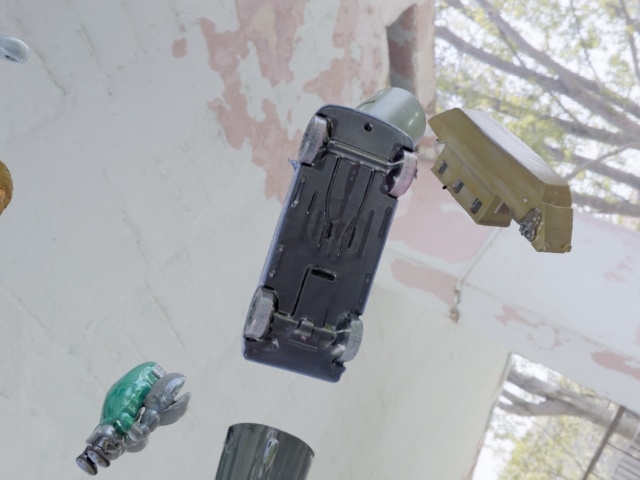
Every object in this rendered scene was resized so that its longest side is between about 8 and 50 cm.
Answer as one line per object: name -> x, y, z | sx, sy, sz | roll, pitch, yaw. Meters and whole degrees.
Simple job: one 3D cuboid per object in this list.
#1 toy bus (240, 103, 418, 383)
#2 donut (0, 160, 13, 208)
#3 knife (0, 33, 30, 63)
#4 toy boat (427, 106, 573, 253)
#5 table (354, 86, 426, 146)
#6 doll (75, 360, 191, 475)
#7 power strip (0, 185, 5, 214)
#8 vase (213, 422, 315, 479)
toy bus -> 0.000, 0.000, 0.354 | 0.076, 0.073, 0.167 | -177, 106, -76
donut -> -0.764, -0.116, 1.160 | 0.178, 0.065, 0.162 | -4, -70, -65
knife -> -0.761, -0.418, 1.183 | 0.080, 0.331, 0.044 | 22, -101, -64
toy boat -> 0.163, -0.057, 0.509 | 0.057, 0.200, 0.077 | 3, -52, -29
table -> 0.087, -0.167, 0.908 | 0.220, 0.126, 0.126 | -47, -33, -48
doll -> -0.383, 0.365, 1.082 | 0.153, 0.195, 0.258 | 53, -134, -14
power strip -> -0.718, -0.042, 1.130 | 0.178, 0.049, 0.028 | -51, -9, 4
vase -> -0.114, 0.429, 0.820 | 0.251, 0.156, 0.301 | 106, -177, -49
